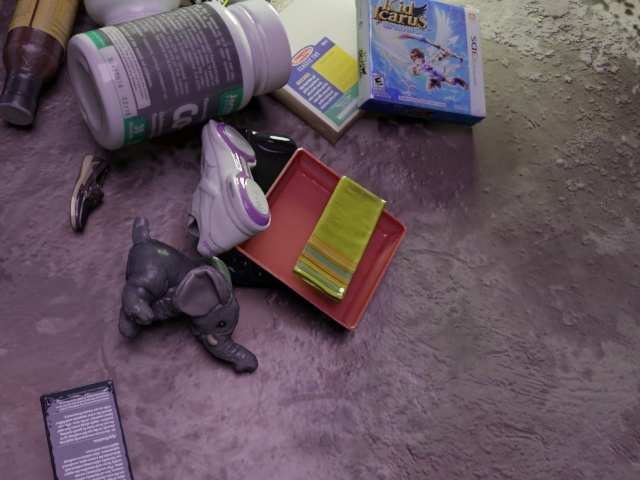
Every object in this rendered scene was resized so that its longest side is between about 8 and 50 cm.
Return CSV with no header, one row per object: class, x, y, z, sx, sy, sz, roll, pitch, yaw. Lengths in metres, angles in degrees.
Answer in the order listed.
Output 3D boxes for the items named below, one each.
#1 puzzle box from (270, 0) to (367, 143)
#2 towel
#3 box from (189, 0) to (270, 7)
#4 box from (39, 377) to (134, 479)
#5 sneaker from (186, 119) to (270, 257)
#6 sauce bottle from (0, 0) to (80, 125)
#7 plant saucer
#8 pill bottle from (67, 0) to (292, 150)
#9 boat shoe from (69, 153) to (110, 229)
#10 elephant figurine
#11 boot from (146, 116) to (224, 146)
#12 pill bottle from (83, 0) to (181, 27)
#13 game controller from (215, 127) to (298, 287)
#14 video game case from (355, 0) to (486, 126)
puzzle box,0.050,-0.415,1.727,0.272,0.052,0.409,40,64,7
towel,0.038,-0.007,1.470,0.102,0.021,0.237,34,56,-10
box,-0.191,-0.502,1.645,0.184,0.045,0.191,55,40,-32
box,-0.342,0.333,1.236,0.108,0.153,0.207,-12,69,-17
sneaker,-0.182,-0.097,1.417,0.114,0.152,0.305,39,22,-36
sauce bottle,-0.535,-0.378,1.556,0.111,0.111,0.345,11,63,-6
plant saucer,0.000,0.000,1.488,0.258,0.048,0.259,36,55,-7
pill bottle,-0.246,-0.308,1.475,0.360,0.204,0.204,-23,71,-25
boat shoe,-0.411,-0.088,1.474,0.049,0.056,0.152,6,64,-3
elephant figurine,-0.207,0.095,1.381,0.239,0.186,0.169,8,46,-10
boot,-0.268,-0.229,1.577,0.157,0.059,0.085,-11,54,-15
pill bottle,-0.374,-0.528,1.596,0.187,0.188,0.334,-10,83,-16
game controller,-0.112,-0.065,1.532,0.166,0.067,0.319,9,63,-23
video game case,0.204,-0.373,1.681,0.269,0.061,0.245,5,74,-23
